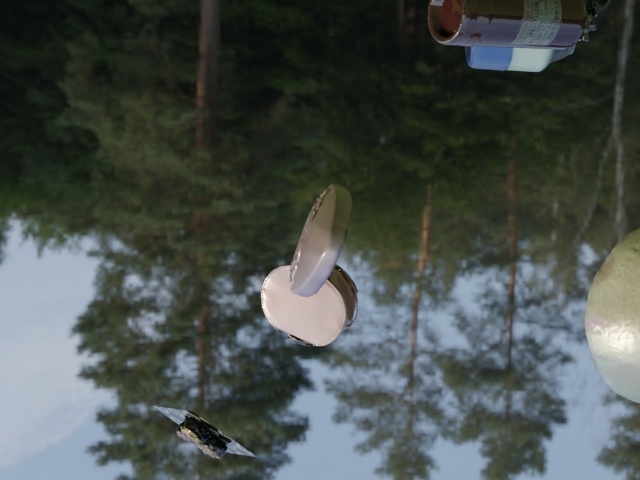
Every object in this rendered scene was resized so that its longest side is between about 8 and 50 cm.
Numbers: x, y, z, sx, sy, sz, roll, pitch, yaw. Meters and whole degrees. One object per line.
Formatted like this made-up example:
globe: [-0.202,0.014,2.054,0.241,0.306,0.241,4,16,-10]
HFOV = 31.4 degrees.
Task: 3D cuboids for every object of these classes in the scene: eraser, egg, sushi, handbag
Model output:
eraser: [-0.001,-0.001,1.876,0.059,0.204,0.243,21,180,-6]
egg: [0.620,0.122,1.876,0.337,0.337,0.201,-7,-177,-19]
sushi: [-0.162,0.267,1.526,0.126,0.120,0.026,-7,-132,57]
handbag: [-0.019,0.123,2.351,0.205,0.179,0.116,23,-156,21]

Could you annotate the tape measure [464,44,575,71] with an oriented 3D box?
tape measure: [0.251,-0.349,1.466,0.138,0.262,0.259,-3,-179,6]

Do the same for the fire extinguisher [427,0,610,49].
fire extinguisher: [0.232,-0.260,1.253,0.231,0.099,0.071,-5,-164,-27]
